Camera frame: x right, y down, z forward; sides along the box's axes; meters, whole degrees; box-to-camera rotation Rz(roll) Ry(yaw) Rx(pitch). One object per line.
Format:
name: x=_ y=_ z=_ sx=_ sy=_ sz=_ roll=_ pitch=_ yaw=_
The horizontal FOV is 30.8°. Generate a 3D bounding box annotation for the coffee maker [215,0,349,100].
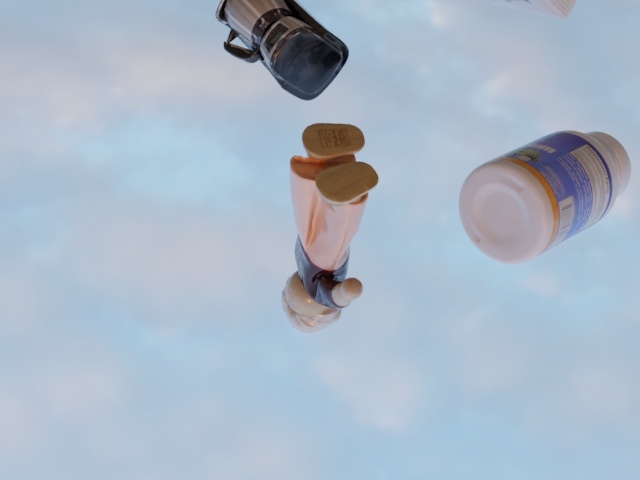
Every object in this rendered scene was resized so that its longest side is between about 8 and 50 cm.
coffee maker: x=-0.039 y=-0.297 z=1.692 sx=0.171 sy=0.120 sz=0.178 roll=-3 pitch=-141 yaw=-37

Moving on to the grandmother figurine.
grandmother figurine: x=0.000 y=0.000 z=1.474 sx=0.104 sy=0.342 sz=0.207 roll=0 pitch=-128 yaw=-8

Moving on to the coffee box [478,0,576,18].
coffee box: x=0.249 y=-0.588 z=1.779 sx=0.338 sy=0.334 sz=0.338 roll=26 pitch=178 yaw=45

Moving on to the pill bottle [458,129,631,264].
pill bottle: x=0.337 y=-0.075 z=1.695 sx=0.152 sy=0.152 sz=0.272 roll=35 pitch=-141 yaw=28
